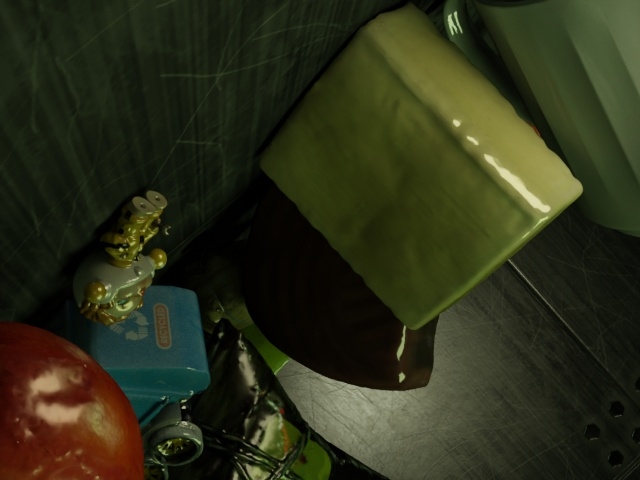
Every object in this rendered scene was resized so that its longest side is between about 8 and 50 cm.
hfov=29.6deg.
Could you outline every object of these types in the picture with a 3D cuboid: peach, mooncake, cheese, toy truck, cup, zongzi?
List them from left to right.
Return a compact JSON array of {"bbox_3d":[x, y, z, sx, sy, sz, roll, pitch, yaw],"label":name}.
[{"bbox_3d":[-0.270,0.186,0.942,0.280,0.238,0.281,-6,149,-4],"label":"peach"},{"bbox_3d":[-0.251,0.195,1.285,0.367,0.175,0.146,-45,-142,26],"label":"toy truck"},{"bbox_3d":[-0.166,0.088,1.648,0.256,0.115,0.228,-31,174,23],"label":"zongzi"},{"bbox_3d":[-0.064,0.333,1.405,0.319,0.362,0.384,8,-110,51],"label":"zongzi"},{"bbox_3d":[0.059,0.026,1.481,0.325,0.334,0.174,-30,172,24],"label":"mooncake"},{"bbox_3d":[0.097,-0.071,1.265,0.124,0.265,0.242,-37,172,-41],"label":"cheese"},{"bbox_3d":[0.293,-0.185,1.287,0.322,0.327,0.237,4,-132,46],"label":"cup"}]

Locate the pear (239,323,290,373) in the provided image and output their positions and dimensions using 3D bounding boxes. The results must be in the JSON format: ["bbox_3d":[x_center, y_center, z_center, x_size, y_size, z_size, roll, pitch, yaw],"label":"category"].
[{"bbox_3d":[-0.105,0.148,2.170,0.282,0.176,0.286,-45,179,17],"label":"pear"}]

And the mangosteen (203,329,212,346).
[{"bbox_3d":[-0.215,0.235,1.575,0.288,0.288,0.288,-41,175,-4],"label":"mangosteen"}]

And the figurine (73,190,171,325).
[{"bbox_3d":[-0.184,0.019,1.109,0.101,0.068,0.143,-43,164,-31],"label":"figurine"}]

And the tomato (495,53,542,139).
[{"bbox_3d":[0.227,-0.166,1.759,0.184,0.208,0.208,-33,171,-48],"label":"tomato"}]
